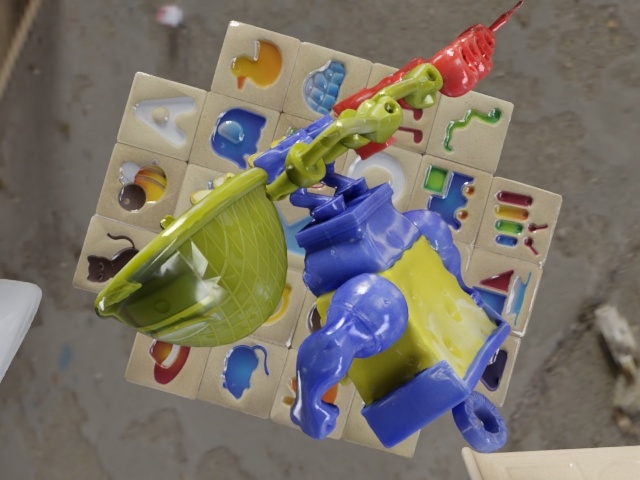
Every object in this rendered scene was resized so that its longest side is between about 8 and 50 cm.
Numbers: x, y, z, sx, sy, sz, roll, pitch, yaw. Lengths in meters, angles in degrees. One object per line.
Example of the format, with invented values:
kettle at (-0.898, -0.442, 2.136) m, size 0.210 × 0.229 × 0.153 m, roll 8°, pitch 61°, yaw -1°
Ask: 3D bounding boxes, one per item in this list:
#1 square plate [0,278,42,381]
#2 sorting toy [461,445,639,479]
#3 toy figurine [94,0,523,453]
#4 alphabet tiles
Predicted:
square plate at (-0.411, 0.154, 1.106) m, size 0.344 × 0.347 × 0.049 m, roll -62°, pitch 38°, yaw 28°
sorting toy at (0.231, 0.231, 1.251) m, size 0.193 × 0.208 × 0.038 m, roll -107°, pitch 21°, yaw -63°
toy figurine at (0.053, 0.027, 0.841) m, size 0.191 × 0.362 × 0.217 m, roll -29°, pitch 96°, yaw 23°
alphabet tiles at (0.000, 0.000, 1.170) m, size 0.342 × 0.011 × 0.285 m, roll 16°, pitch 89°, yaw -4°
